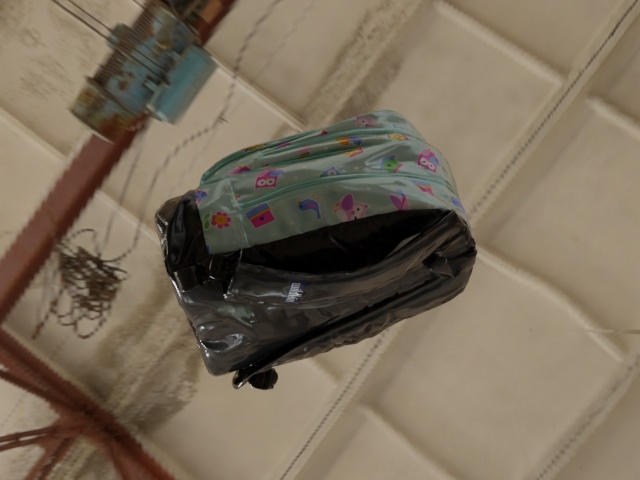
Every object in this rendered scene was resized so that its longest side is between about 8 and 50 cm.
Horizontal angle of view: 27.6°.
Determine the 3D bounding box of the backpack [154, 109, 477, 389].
[{"bbox_3d":[0.000,0.000,0.789,0.182,0.152,0.115,-19,-120,-2],"label":"backpack"}]
